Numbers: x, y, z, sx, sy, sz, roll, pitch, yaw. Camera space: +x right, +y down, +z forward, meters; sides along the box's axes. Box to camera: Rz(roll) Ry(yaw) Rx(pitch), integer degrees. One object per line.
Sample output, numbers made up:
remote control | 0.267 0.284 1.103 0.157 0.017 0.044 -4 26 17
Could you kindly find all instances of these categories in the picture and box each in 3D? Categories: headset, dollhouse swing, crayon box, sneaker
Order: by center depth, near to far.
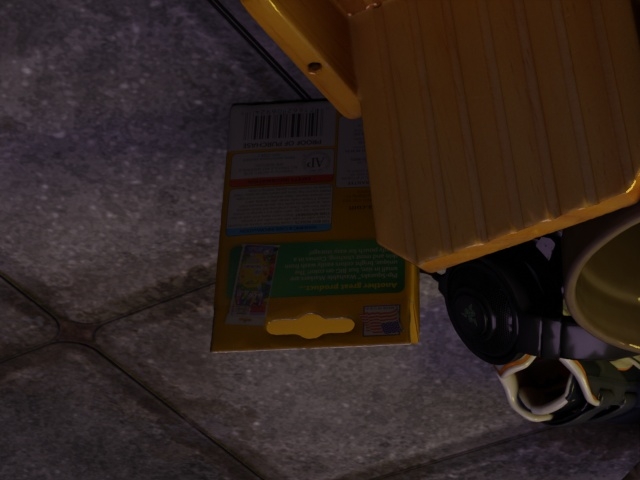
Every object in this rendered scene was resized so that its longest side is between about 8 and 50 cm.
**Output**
dollhouse swing | 0.112 -0.198 1.649 0.347 0.305 0.315 -19 138 27
crayon box | 0.000 0.000 1.894 0.203 0.323 0.083 -3 142 7
headset | 0.213 0.012 2.001 0.394 0.243 0.185 9 120 20
sneaker | 0.313 0.180 2.272 0.126 0.127 0.321 -31 133 34

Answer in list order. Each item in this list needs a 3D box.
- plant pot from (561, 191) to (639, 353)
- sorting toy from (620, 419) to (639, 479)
plant pot | 0.382 -0.080 1.783 0.323 0.280 0.323 -2 150 -1
sorting toy | 0.519 0.261 2.339 0.257 0.089 0.255 5 141 -23
